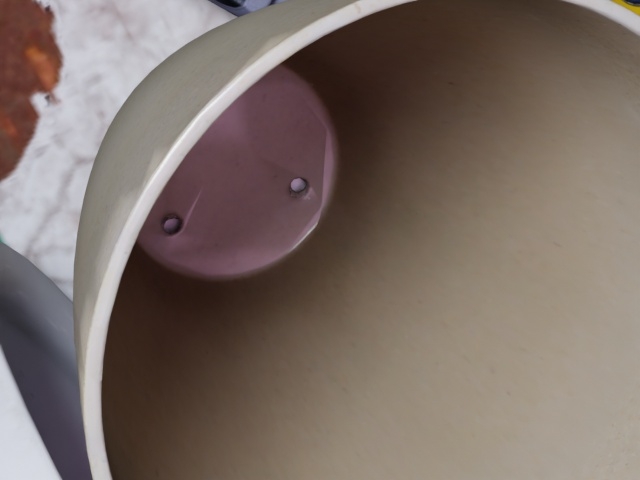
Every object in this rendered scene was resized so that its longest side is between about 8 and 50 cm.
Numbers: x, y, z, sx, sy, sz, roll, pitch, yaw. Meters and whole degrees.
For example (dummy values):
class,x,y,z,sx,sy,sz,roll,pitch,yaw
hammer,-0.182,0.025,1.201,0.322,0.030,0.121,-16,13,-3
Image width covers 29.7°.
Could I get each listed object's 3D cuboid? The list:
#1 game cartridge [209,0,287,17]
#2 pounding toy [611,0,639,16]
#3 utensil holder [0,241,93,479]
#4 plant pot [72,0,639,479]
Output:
class,x,y,z,sx,sy,sz,roll,pitch,yaw
game cartridge,-0.079,-0.255,0.535,0.355,0.068,0.230,25,95,-25
pounding toy,0.202,-0.161,0.646,0.181,0.094,0.206,-3,110,-19
utensil holder,-0.214,0.238,0.520,0.386,0.327,0.327,-34,116,-3
plant pot,0.000,0.000,0.528,0.257,0.274,0.256,-7,110,-20
